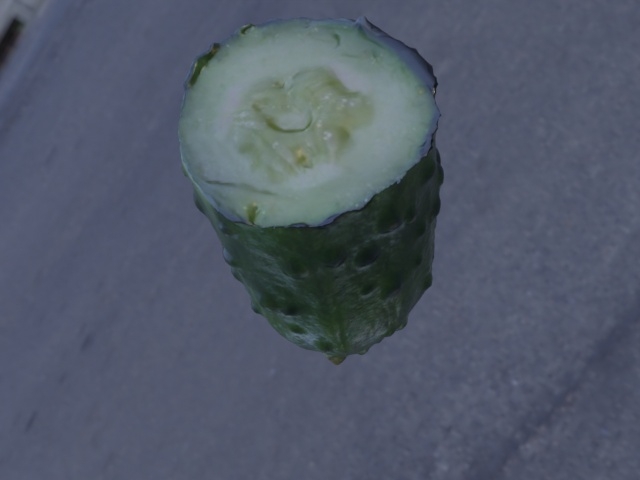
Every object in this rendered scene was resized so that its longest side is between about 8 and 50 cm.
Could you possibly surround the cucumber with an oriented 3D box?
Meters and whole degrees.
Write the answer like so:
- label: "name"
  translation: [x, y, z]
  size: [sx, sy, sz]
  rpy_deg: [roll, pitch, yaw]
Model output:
- label: "cucumber"
  translation: [0.003, -0.001, 0.788]
  size: [0.244, 0.134, 0.134]
  rpy_deg: [81, -160, -57]
